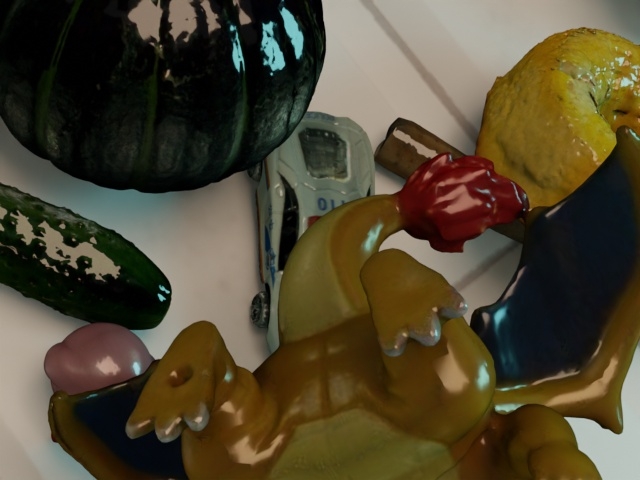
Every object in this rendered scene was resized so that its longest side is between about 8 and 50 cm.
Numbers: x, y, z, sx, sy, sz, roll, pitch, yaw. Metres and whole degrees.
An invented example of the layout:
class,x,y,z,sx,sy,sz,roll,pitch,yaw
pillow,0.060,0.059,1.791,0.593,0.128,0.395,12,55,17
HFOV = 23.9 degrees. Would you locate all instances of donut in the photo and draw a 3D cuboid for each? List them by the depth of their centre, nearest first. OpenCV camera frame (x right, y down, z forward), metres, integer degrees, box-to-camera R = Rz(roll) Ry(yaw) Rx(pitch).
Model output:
class,x,y,z,sx,sy,sz,roll,pitch,yaw
donut,0.231,-0.053,1.165,0.253,0.118,0.253,21,43,-21

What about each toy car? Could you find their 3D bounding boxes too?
class,x,y,z,sx,sy,sz,roll,pitch,yaw
toy car,0.000,0.000,1.102,0.095,0.056,0.205,7,65,-22

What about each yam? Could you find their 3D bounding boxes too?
class,x,y,z,sx,sy,sz,roll,pitch,yaw
yam,0.189,0.002,1.188,0.327,0.045,0.045,31,82,-8

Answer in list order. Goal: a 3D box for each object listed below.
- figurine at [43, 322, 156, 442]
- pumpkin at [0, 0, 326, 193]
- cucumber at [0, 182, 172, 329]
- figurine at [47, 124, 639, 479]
class,x,y,z,sx,sy,sz,roll,pitch,yaw
figurine,-0.141,0.089,0.997,0.083,0.067,0.071,-16,95,-44
pumpkin,-0.113,-0.155,1.036,0.250,0.216,0.250,8,33,-5
cucumber,-0.204,-0.002,1.012,0.227,0.069,0.069,25,61,-8
figurine,0.085,0.152,0.906,0.401,0.268,0.387,-31,121,0
